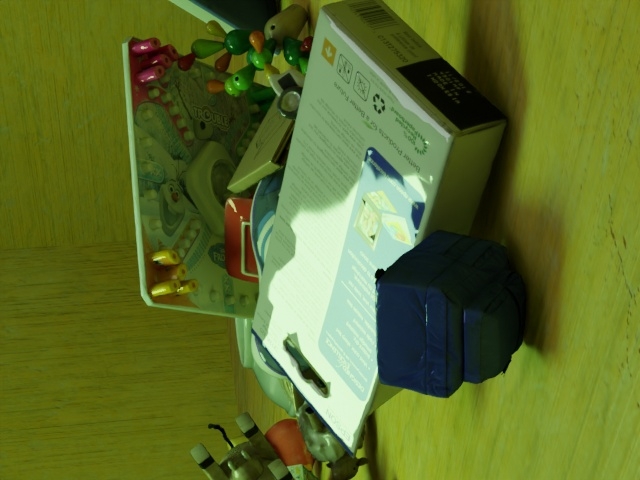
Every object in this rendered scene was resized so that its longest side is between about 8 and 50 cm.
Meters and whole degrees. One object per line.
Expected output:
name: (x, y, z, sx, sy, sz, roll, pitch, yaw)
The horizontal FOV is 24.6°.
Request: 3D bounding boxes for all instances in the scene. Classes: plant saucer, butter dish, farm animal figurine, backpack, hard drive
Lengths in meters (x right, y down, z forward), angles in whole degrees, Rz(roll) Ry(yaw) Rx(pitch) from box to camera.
plant saucer: (-0.098, 0.119, 2.616, 0.400, 0.100, 0.401, 175, 90, -83)
butter dish: (-0.047, -0.018, 2.074, 0.118, 0.159, 0.160, -69, -14, -46)
farm animal figurine: (-0.064, 0.363, 1.775, 0.327, 0.330, 0.172, -107, -9, -47)
backpack: (0.101, 0.053, 1.075, 0.120, 0.101, 0.098, -42, -39, -57)
hard drive: (-0.183, -0.450, 2.416, 0.318, 0.040, 0.210, 25, -130, -50)

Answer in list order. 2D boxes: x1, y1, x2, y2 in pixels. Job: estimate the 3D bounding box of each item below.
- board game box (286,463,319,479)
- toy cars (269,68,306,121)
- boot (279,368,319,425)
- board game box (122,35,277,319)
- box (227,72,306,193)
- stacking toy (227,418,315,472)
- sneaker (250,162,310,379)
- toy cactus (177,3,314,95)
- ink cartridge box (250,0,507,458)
board game box: (-0.016, 0.409, 2.227, 0.154, 0.026, 0.104, 57, -156, -63)
toy cars: (0.042, -0.065, 1.470, 0.176, 0.087, 0.394, 49, -167, -26)
boot: (-0.019, 0.133, 2.051, 0.203, 0.095, 0.262, -138, 38, -81)
board game box: (-0.142, -0.083, 2.190, 0.390, 0.050, 0.390, 13, -112, -57)
box: (-0.052, -0.150, 1.942, 0.164, 0.021, 0.201, -63, 13, -17)
stacking toy: (-0.029, 0.446, 2.438, 0.279, 0.130, 0.309, 55, 164, 20)
sneaker: (0.000, 0.000, 1.823, 0.236, 0.130, 0.323, 134, 145, -59)
toy cactus: (-0.082, -0.282, 2.080, 0.180, 0.219, 0.112, -53, -47, -37)
ink cartridge box: (0.035, -0.003, 1.225, 0.176, 0.069, 0.371, 49, 140, 33)
